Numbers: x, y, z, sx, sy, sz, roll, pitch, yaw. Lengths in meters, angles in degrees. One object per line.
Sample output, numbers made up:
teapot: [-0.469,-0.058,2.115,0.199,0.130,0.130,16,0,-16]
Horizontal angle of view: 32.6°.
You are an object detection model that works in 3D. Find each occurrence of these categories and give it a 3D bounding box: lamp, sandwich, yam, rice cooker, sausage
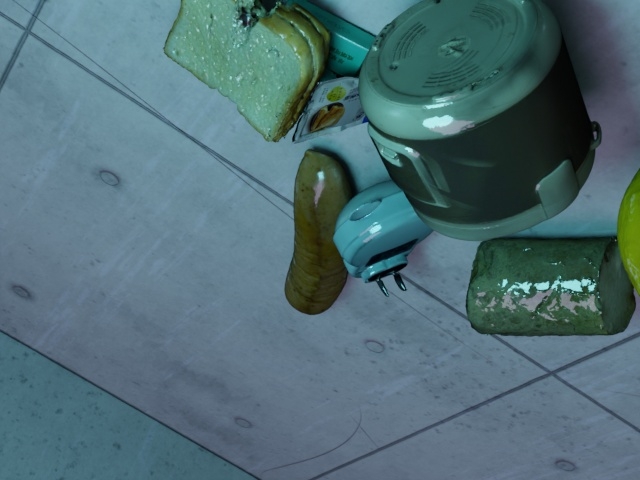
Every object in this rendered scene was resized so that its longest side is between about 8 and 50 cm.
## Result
lamp: [0.122,-0.017,2.086,0.209,0.147,0.284,-19,142,-16]
sandwich: [-0.119,-0.328,1.828,0.273,0.095,0.249,40,143,7]
yam: [0.422,0.087,2.049,0.300,0.195,0.195,-2,138,31]
rice cooker: [0.240,-0.184,1.677,0.335,0.335,0.325,0,140,30]
sausage: [0.002,0.002,2.239,0.136,0.123,0.501,42,152,22]

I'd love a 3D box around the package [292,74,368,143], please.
package: [0.043,-0.237,1.880,0.027,0.173,0.171,62,153,23]

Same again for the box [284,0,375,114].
box: [-0.018,-0.308,1.897,0.160,0.042,0.226,28,146,-3]

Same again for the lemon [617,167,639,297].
lemon: [0.623,-0.008,1.689,0.347,0.348,0.348,16,145,11]
